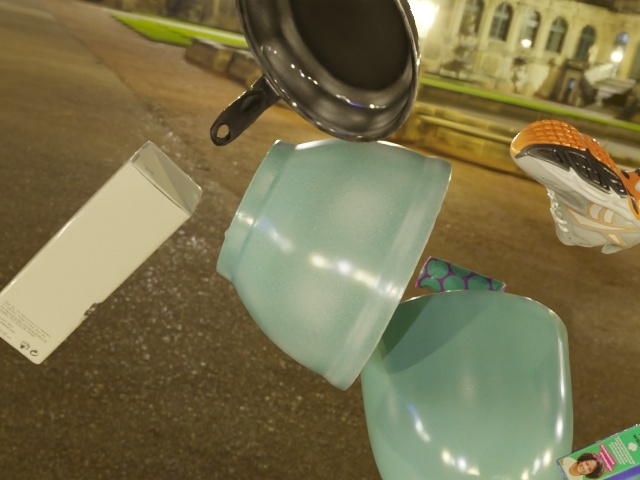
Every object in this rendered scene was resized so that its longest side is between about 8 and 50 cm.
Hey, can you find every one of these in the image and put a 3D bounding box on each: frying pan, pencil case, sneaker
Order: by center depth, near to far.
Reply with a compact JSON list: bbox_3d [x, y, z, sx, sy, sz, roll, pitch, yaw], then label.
[{"bbox_3d":[-0.006,-0.139,0.673,0.197,0.326,0.053,42,61,13],"label":"frying pan"},{"bbox_3d":[0.304,-0.044,0.892,0.262,0.121,0.099,23,44,-28],"label":"sneaker"},{"bbox_3d":[0.251,0.082,1.364,0.152,0.070,0.064,22,42,9],"label":"pencil case"}]

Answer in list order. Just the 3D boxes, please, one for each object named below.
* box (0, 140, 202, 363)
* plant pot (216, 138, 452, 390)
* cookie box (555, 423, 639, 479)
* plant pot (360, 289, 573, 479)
[{"bbox_3d":[-0.272,0.014,0.909,0.094,0.275,0.113,44,16,-15],"label":"box"},{"bbox_3d":[0.000,0.000,0.889,0.196,0.293,0.293,25,16,1],"label":"plant pot"},{"bbox_3d":[0.284,0.217,0.704,0.107,0.092,0.040,-27,41,7],"label":"cookie box"},{"bbox_3d":[0.196,0.242,1.001,0.293,0.293,0.235,10,51,-10],"label":"plant pot"}]
